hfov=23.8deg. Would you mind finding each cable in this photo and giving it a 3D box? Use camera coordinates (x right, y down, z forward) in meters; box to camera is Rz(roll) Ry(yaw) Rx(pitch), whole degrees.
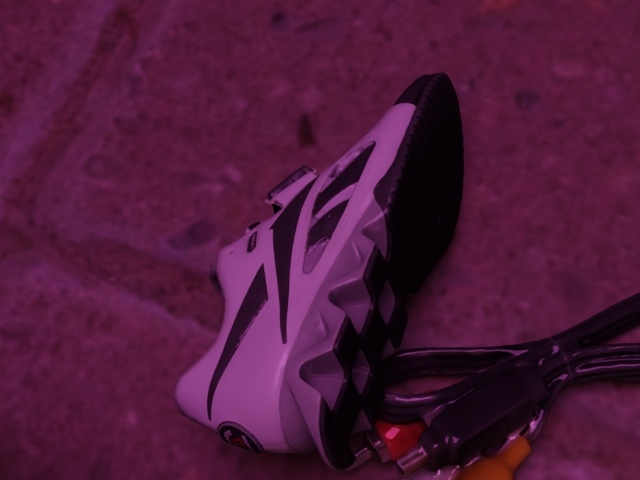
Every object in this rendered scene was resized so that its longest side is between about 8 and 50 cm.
[{"bbox_3d":[0.144,0.104,1.056,0.287,0.072,0.139,-26,48,-20],"label":"cable"}]

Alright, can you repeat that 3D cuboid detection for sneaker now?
[{"bbox_3d":[0.000,0.000,1.056,0.146,0.122,0.330,6,48,27],"label":"sneaker"}]
